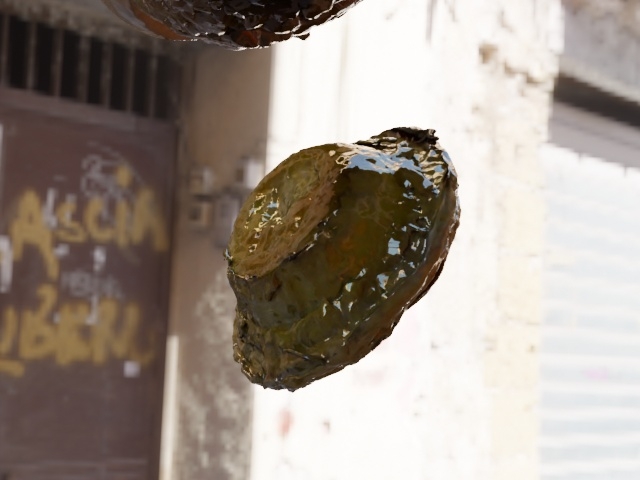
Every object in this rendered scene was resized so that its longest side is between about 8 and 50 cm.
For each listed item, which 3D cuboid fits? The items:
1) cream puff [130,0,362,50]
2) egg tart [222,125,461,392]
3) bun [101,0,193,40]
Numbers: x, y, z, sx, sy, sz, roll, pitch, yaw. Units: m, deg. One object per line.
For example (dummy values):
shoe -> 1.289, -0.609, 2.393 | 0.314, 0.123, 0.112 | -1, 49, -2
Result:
cream puff -> -0.065, -0.297, 1.217 | 0.327, 0.231, 0.343 | 7, -50, -25
egg tart -> 0.000, 0.000, 1.373 | 0.116, 0.295, 0.294 | 38, -22, -27
bun -> -0.150, -0.379, 1.657 | 0.165, 0.299, 0.299 | 47, 21, 30
